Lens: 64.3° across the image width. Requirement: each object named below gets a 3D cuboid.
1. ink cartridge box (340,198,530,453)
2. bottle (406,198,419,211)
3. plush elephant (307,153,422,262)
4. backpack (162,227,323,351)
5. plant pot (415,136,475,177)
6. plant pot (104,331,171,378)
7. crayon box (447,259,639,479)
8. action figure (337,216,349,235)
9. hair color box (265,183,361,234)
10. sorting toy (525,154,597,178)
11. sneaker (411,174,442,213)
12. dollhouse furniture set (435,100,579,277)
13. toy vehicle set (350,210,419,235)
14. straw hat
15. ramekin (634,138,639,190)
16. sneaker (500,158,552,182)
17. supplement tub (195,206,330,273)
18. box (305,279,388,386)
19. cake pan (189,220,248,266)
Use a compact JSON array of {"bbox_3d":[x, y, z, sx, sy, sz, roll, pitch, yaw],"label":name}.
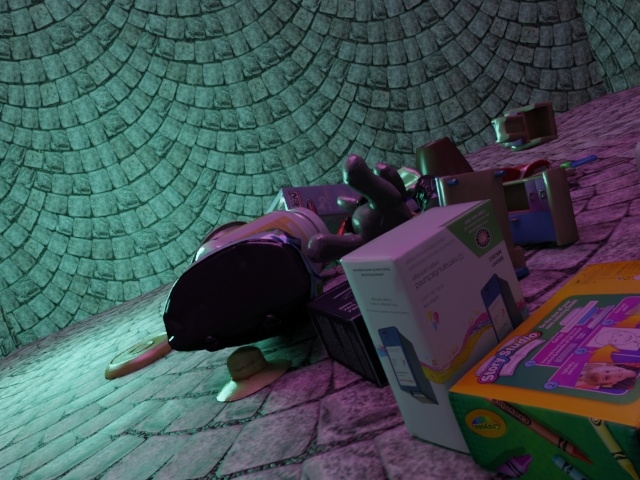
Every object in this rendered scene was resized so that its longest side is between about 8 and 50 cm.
[{"bbox_3d":[0.137,0.084,0.541,0.154,0.213,0.093,-27,12,-32],"label":"ink cartridge box"},{"bbox_3d":[0.324,-0.143,1.929,0.282,0.092,0.118,-27,9,-23],"label":"bottle"},{"bbox_3d":[0.144,-0.066,1.301,0.329,0.272,0.255,14,13,-10],"label":"plush elephant"},{"bbox_3d":[-0.123,0.099,1.053,0.290,0.274,0.355,-25,-23,11],"label":"backpack"},{"bbox_3d":[0.401,-0.211,1.659,0.215,0.231,0.215,-23,8,3],"label":"plant pot"},{"bbox_3d":[-0.511,0.321,1.465,0.236,0.033,0.236,-22,9,4],"label":"plant pot"},{"bbox_3d":[0.272,0.107,0.465,0.278,0.081,0.165,-28,9,-32],"label":"crayon box"},{"bbox_3d":[0.000,0.000,1.634,0.280,0.092,0.139,2,42,15],"label":"action figure"},{"bbox_3d":[0.024,-0.099,1.712,0.374,0.114,0.185,-7,-21,-27],"label":"hair color box"},{"bbox_3d":[0.580,-0.145,1.401,0.347,0.047,0.196,-22,4,7],"label":"sorting toy"},{"bbox_3d":[0.245,-0.079,1.114,0.101,0.106,0.267,-66,-8,25],"label":"sneaker"},{"bbox_3d":[0.270,-0.075,0.936,0.303,0.287,0.198,-14,3,-26],"label":"dollhouse furniture set"},{"bbox_3d":[0.202,-0.029,1.728,0.266,0.035,0.166,-23,8,2],"label":"toy vehicle set"},{"bbox_3d":[-0.133,0.224,0.920,0.144,0.061,0.144,-22,9,4],"label":"straw hat"},{"bbox_3d":[0.696,-0.163,0.944,0.207,0.109,0.207,-23,8,3],"label":"ramekin"},{"bbox_3d":[0.587,-0.184,1.574,0.221,0.087,0.128,-12,-1,-4],"label":"sneaker"},{"bbox_3d":[-0.148,0.058,1.408,0.331,0.241,0.241,-29,10,-39],"label":"supplement tub"},{"bbox_3d":[0.089,0.121,0.797,0.153,0.108,0.207,-26,8,-17],"label":"box"},{"bbox_3d":[-0.262,0.087,1.532,0.054,0.293,0.293,24,38,35],"label":"cake pan"}]
